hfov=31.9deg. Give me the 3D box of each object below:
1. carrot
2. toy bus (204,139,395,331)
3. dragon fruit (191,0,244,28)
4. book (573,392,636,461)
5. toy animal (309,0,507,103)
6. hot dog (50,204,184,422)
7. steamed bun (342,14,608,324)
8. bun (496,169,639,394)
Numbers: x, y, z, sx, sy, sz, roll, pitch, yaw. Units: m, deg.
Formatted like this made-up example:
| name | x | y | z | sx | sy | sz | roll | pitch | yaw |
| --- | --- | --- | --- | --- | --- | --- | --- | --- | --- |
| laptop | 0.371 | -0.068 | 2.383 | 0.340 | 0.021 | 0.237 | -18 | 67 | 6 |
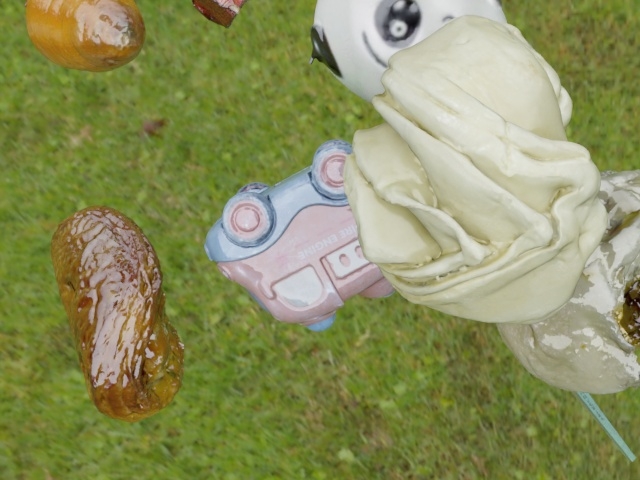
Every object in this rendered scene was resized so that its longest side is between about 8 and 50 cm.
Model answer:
| name | x | y | z | sx | sy | sz | roll | pitch | yaw |
| --- | --- | --- | --- | --- | --- | --- | --- | --- | --- |
| carrot | -0.322 | -0.316 | 1.615 | 0.159 | 0.159 | 0.225 | -46 | 32 | -12 |
| toy bus | 0.000 | 0.000 | 1.567 | 0.294 | 0.197 | 0.232 | -29 | 96 | 2 |
| dragon fruit | -0.155 | -0.413 | 1.829 | 0.102 | 0.147 | 0.096 | 40 | 84 | -4 |
| book | 0.362 | 0.192 | 1.679 | 0.025 | 0.283 | 0.215 | -38 | 37 | 4 |
| toy animal | 0.122 | -0.307 | 1.360 | 0.251 | 0.251 | 0.310 | 24 | 82 | 24 |
| hot dog | -0.328 | 0.111 | 1.830 | 0.174 | 0.267 | 0.387 | -15 | 45 | -13 |
| steamed bun | 0.143 | -0.066 | 1.145 | 0.203 | 0.289 | 0.276 | -12 | 36 | -39 |
| bun | 0.327 | 0.028 | 1.362 | 0.281 | 0.205 | 0.281 | -14 | 33 | 9 |
